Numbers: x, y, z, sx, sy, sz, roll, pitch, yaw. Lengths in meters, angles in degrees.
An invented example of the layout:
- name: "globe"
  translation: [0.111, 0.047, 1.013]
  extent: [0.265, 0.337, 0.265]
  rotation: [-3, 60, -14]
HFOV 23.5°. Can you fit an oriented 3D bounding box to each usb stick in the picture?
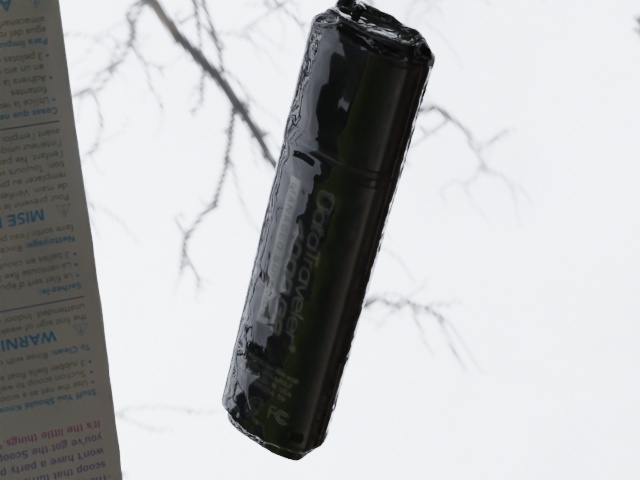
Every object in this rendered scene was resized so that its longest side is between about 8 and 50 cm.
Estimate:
- name: "usb stick"
  translation: [0.000, 0.000, 0.877]
  extent: [0.045, 0.077, 0.278]
  rotation: [-24, -44, -51]

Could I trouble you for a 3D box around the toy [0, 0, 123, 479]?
- name: "toy"
  translation: [-0.130, -0.044, 0.351]
  extent: [0.137, 0.056, 0.237]
  rotation: [-10, -75, -19]
